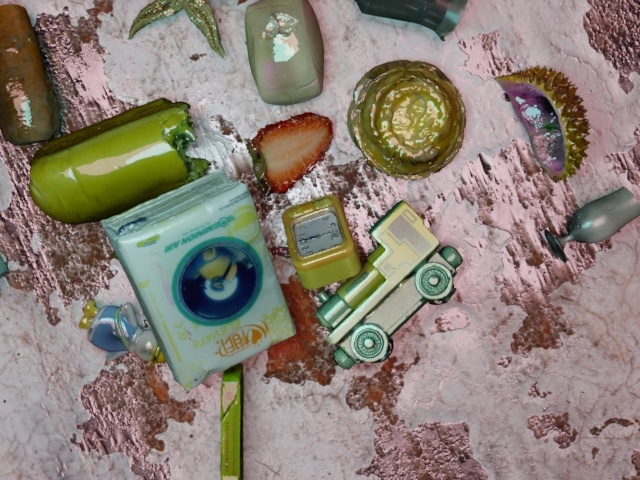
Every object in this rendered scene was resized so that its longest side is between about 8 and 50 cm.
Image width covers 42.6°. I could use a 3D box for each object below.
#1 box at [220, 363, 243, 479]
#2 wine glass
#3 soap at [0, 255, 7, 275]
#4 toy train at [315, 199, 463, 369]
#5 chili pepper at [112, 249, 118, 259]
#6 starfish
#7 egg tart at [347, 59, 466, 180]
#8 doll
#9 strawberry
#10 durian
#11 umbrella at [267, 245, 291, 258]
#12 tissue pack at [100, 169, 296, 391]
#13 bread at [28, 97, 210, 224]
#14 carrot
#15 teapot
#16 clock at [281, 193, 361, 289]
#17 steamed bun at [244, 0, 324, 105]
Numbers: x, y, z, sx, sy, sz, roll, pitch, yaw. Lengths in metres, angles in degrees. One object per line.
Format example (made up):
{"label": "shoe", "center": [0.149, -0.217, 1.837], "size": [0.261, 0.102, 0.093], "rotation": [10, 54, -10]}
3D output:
{"label": "box", "center": [-0.195, 0.455, 1.820], "size": [0.047, 0.187, 0.335], "rotation": [1, 93, -3]}
{"label": "wine glass", "center": [0.612, -0.038, 1.836], "size": [0.202, 0.093, 0.093], "rotation": [-32, 93, 2]}
{"label": "soap", "center": [-0.894, 0.109, 1.841], "size": [0.347, 0.115, 0.208], "rotation": [-29, 93, 2]}
{"label": "toy train", "center": [0.135, 0.114, 1.827], "size": [0.369, 0.150, 0.237], "rotation": [-44, 84, 2]}
{"label": "chili pepper", "center": [-0.397, 0.072, 1.870], "size": [0.073, 0.050, 0.182], "rotation": [-38, 95, -5]}
{"label": "starfish", "center": [-0.301, -0.542, 1.794], "size": [0.347, 0.078, 0.358], "rotation": [-24, 92, 28]}
{"label": "egg tart", "center": [0.195, -0.272, 1.826], "size": [0.279, 0.095, 0.279], "rotation": [0, 92, 1]}
{"label": "doll", "center": [-0.431, 0.218, 1.854], "size": [0.241, 0.099, 0.135], "rotation": [22, 75, -2]}
{"label": "strawberry", "center": [-0.072, -0.199, 1.847], "size": [0.208, 0.087, 0.167], "rotation": [-21, 114, -23]}
{"label": "durian", "center": [0.521, -0.266, 1.800], "size": [0.154, 0.186, 0.260], "rotation": [-26, 106, 8]}
{"label": "umbrella", "center": [-0.056, 0.032, 1.878], "size": [0.165, 0.025, 0.027], "rotation": [10, 71, -2]}
{"label": "tissue pack", "center": [-0.244, 0.083, 1.721], "size": [0.287, 0.162, 0.388], "rotation": [-26, 120, -15]}
{"label": "bread", "center": [-0.434, -0.160, 1.767], "size": [0.376, 0.251, 0.208], "rotation": [-18, 109, -1]}
{"label": "carrot", "center": [-0.668, -0.359, 1.808], "size": [0.138, 0.139, 0.302], "rotation": [-16, 92, 1]}
{"label": "teapot", "center": [0.206, -0.553, 1.788], "size": [0.225, 0.171, 0.203], "rotation": [23, 63, -8]}
{"label": "clock", "center": [0.000, 0.000, 1.785], "size": [0.143, 0.202, 0.096], "rotation": [-17, 132, 0]}
{"label": "steamed bun", "center": [-0.079, -0.416, 1.784], "size": [0.170, 0.152, 0.239], "rotation": [-10, 99, 4]}
